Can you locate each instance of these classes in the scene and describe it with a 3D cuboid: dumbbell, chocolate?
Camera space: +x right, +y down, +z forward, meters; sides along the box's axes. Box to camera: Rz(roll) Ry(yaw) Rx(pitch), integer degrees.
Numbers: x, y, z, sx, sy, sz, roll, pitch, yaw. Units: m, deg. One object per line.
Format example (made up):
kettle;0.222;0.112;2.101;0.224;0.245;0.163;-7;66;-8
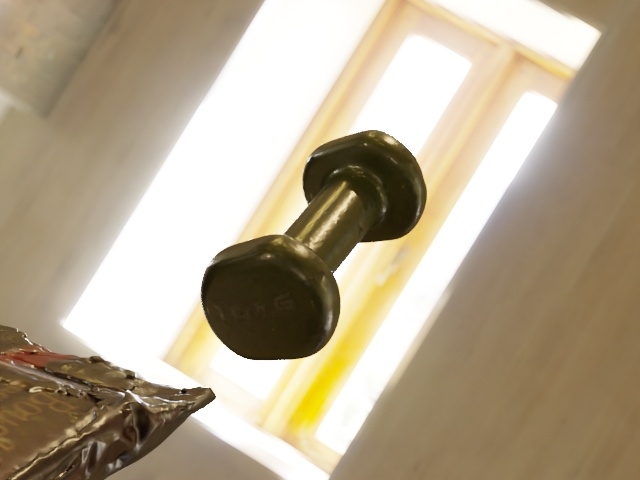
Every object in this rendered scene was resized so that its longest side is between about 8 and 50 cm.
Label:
dumbbell;0.000;0.000;0.542;0.052;0.118;0.046;-9;-68;29
chocolate;-0.094;0.053;0.349;0.086;0.028;0.182;16;18;15
